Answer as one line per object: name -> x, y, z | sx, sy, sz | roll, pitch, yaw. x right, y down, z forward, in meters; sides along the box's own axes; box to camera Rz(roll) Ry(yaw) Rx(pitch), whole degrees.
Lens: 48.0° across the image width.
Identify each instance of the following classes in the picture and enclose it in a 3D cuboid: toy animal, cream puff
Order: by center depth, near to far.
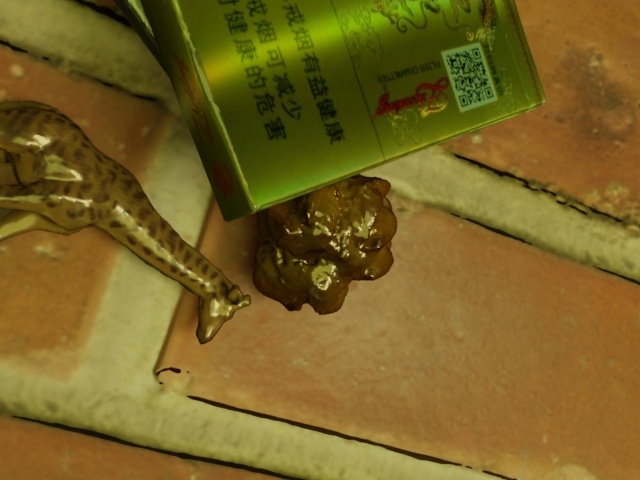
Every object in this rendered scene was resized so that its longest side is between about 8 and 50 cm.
toy animal -> -0.174, -0.016, 0.508 | 0.276, 0.054, 0.149 | 13, 79, -23
cream puff -> 0.000, 0.000, 0.534 | 0.122, 0.094, 0.116 | -34, 119, 29

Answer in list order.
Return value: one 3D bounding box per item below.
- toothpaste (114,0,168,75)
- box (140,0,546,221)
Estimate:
toothpaste -> -0.135, -0.213, 0.494 | 0.071, 0.089, 0.312 | -37, 103, -6
box -> 0.036, -0.141, 0.513 | 0.311, 0.043, 0.172 | -24, 97, -36
